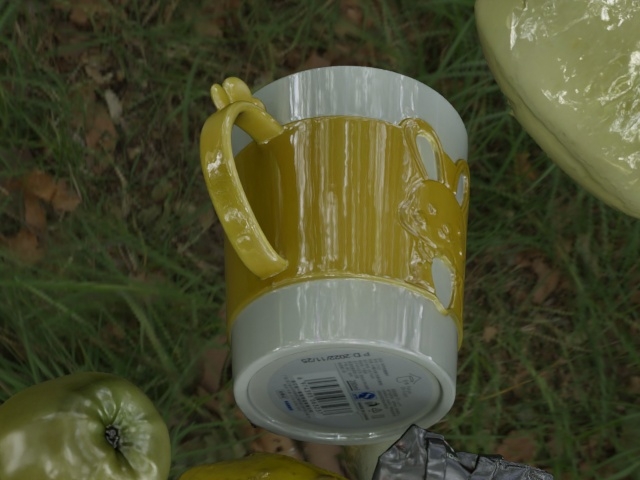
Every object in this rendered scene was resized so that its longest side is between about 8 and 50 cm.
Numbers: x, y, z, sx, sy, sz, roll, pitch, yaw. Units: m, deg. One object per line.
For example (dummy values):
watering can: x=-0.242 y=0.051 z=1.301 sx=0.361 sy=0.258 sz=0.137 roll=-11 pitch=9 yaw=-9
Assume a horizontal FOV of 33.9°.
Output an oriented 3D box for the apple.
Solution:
apple: x=-0.328 y=0.296 z=1.389 sx=0.262 sy=0.262 sz=0.262 roll=3 pitch=75 yaw=-11

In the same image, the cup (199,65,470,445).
cup: x=0.000 y=0.000 z=0.720 sx=0.241 sy=0.185 sz=0.226 roll=37 pitch=41 yaw=-40

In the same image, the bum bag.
bum bag: x=0.092 y=0.155 z=0.658 sx=0.124 sy=0.034 sz=0.058 roll=18 pitch=98 yaw=-15

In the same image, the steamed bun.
steamed bun: x=0.258 y=-0.149 z=0.798 sx=0.273 sy=0.232 sz=0.166 roll=48 pitch=29 yaw=-15

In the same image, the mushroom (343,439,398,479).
mushroom: x=0.118 y=0.320 z=1.100 sx=0.126 sy=0.177 sz=0.397 roll=-19 pitch=48 yaw=-4

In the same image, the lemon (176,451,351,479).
lemon: x=-0.045 y=0.248 z=0.691 sx=0.204 sy=0.260 sz=0.204 roll=24 pitch=42 yaw=-23
